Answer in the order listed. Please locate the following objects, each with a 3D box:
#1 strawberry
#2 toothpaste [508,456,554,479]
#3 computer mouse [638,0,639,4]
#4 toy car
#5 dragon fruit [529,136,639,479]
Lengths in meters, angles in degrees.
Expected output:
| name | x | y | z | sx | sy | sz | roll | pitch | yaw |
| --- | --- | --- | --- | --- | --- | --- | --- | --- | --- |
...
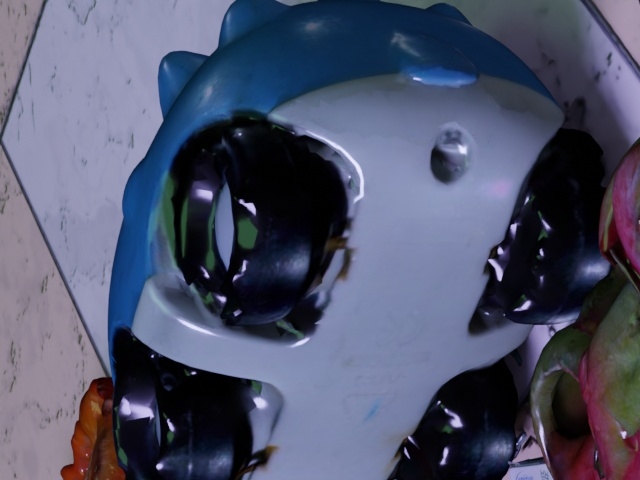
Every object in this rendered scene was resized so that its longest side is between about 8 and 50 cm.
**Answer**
| name | x | y | z | sx | sy | sz | roll | pitch | yaw |
| --- | --- | --- | --- | --- | --- | --- | --- | --- | --- |
| strawberry | -0.120 | 0.161 | 1.204 | 0.188 | 0.082 | 0.121 | 118 | 155 | -56 |
| toothpaste | 0.122 | 0.186 | 0.839 | 0.047 | 0.040 | 0.196 | -18 | 80 | 54 |
| computer mouse | 0.152 | -0.133 | 0.659 | 0.147 | 0.088 | 0.264 | -120 | 37 | -69 |
| toy car | 0.000 | 0.000 | 0.868 | 0.190 | 0.189 | 0.255 | -115 | 33 | -43 |
| dragon fruit | 0.162 | 0.035 | 0.564 | 0.273 | 0.218 | 0.198 | 23 | 92 | 62 |
